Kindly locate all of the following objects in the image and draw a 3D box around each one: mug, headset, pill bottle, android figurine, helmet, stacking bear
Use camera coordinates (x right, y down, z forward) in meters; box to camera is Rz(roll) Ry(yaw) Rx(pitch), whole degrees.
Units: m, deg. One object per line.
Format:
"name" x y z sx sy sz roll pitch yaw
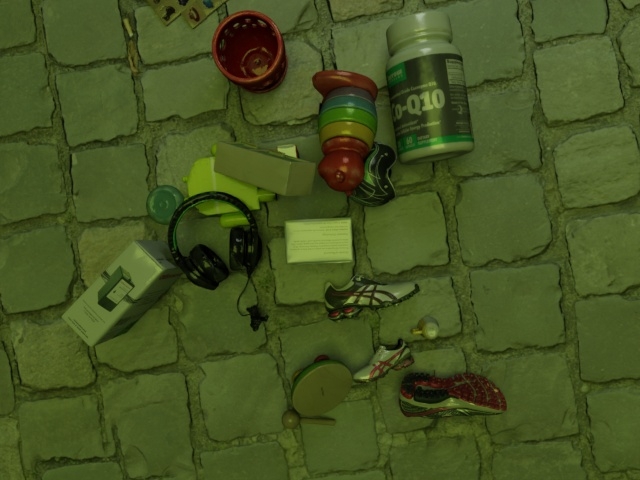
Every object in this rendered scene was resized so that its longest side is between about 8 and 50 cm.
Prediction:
"mug" 0.305 0.258 1.429 0.078 0.064 0.062 -43 89 4
"headset" -0.262 0.060 1.390 0.243 0.185 0.394 -25 111 -4
"pill bottle" 0.285 -0.398 1.348 0.204 0.204 0.361 -9 90 4
"android figurine" -0.266 -0.161 1.459 0.273 0.056 0.248 -8 91 2
"helmet" 0.133 -0.176 1.383 0.169 0.169 0.161 16 76 3
"stacking bear" 0.061 -0.261 1.276 0.164 0.175 0.289 0 72 15

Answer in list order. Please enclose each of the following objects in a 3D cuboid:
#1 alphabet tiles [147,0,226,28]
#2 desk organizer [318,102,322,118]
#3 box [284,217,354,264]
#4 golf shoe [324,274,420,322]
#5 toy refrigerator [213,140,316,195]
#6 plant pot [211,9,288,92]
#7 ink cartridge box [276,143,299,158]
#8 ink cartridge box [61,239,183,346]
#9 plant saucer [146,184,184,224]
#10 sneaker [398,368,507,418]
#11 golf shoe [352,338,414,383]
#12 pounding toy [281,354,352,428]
"alphabet tiles" -0.373 -0.805 1.476 0.342 0.011 0.285 -38 89 3
"desk organizer" 0.059 -0.362 1.438 0.130 0.050 0.047 6 92 3
"box" 0.000 0.000 1.384 0.182 0.181 0.119 -2 92 3
"golf shoe" 0.142 0.145 1.420 0.273 0.105 0.120 -15 83 3
"toy refrigerator" -0.149 -0.194 1.306 0.270 0.102 0.094 21 108 36
"plant pot" -0.187 -0.506 1.388 0.191 0.174 0.191 0 91 3
"ink cartridge box" -0.084 -0.208 1.408 0.056 0.135 0.099 -8 91 1
"ink cartridge box" -0.532 0.137 1.407 0.121 0.211 0.289 44 92 3
"plant saucer" -0.463 -0.106 1.490 0.119 0.021 0.119 0 92 4
"sneaker" 0.369 0.446 1.416 0.299 0.121 0.112 5 121 3
"golf shoe" 0.170 0.346 1.433 0.186 0.067 0.086 -21 83 -14
"pounding toy" -0.021 0.413 1.433 0.183 0.110 0.236 4 115 -29
